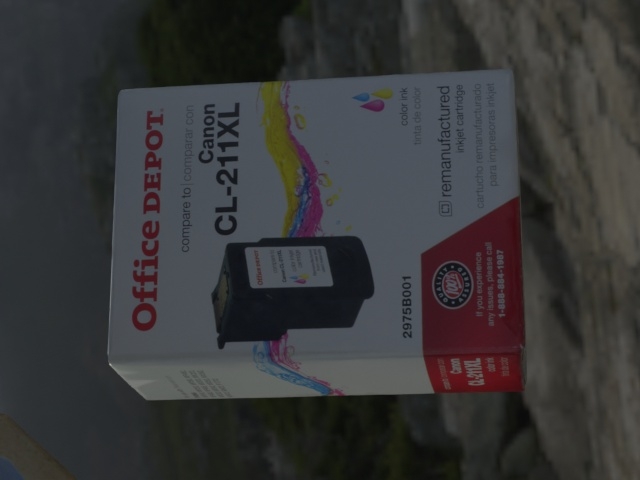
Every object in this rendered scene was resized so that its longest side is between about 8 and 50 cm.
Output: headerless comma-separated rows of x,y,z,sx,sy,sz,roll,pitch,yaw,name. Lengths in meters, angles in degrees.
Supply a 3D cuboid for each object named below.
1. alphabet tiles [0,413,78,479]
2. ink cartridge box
-0.213,0.101,0.358,0.342,0.285,0.011,41,160,6,alphabet tiles
0.000,0.000,0.705,0.072,0.175,0.127,65,-157,-71,ink cartridge box
